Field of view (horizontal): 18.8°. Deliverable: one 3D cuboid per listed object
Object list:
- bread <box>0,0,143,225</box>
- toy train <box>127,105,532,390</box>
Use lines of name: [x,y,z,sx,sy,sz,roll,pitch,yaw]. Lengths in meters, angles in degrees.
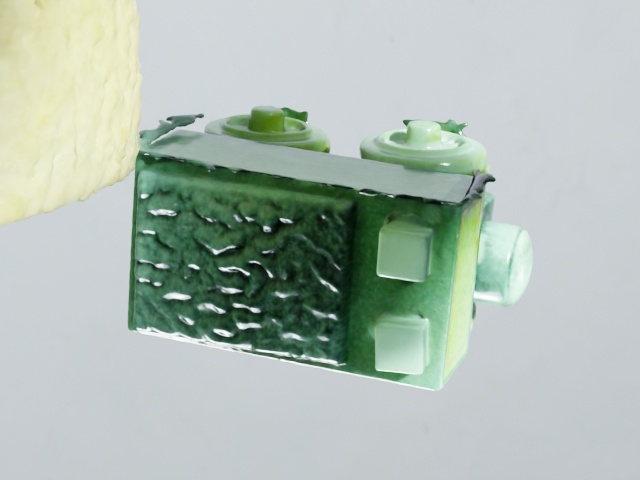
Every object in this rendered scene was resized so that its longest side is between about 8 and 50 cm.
bread: [-0.214,-0.201,1.087,0.165,0.236,0.375,1,101,23]
toy train: [0.000,0.000,1.285,0.272,0.188,0.159,10,108,15]
